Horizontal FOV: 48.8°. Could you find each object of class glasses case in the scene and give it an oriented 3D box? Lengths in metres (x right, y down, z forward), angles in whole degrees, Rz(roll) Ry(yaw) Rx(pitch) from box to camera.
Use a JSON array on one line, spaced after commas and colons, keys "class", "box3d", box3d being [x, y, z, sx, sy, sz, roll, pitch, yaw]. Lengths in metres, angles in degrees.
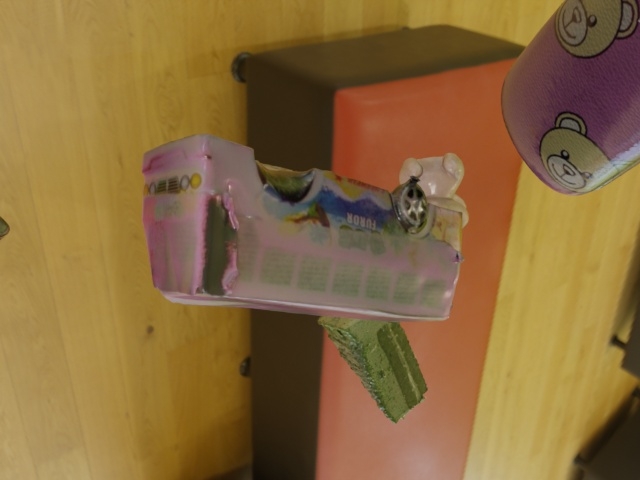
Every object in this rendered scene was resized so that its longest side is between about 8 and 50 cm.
[{"class": "glasses case", "box3d": [0.225, -0.136, 0.464, 0.076, 0.123, 0.316, -23, 166, -25]}]

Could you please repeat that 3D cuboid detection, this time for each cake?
[{"class": "cake", "box3d": [0.108, 0.200, 1.172, 0.100, 0.099, 0.235, -37, 100, -21]}]

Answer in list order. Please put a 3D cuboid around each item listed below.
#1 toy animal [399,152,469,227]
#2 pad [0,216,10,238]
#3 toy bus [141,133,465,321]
[{"class": "toy animal", "box3d": [0.188, -0.028, 1.134, 0.124, 0.124, 0.212, 3, 79, -42]}, {"class": "pad", "box3d": [-0.431, -0.093, 0.593, 0.284, 0.287, 0.018, 47, 62, -44]}, {"class": "toy bus", "box3d": [-0.001, 0.000, 0.537, 0.274, 0.090, 0.112, 11, 78, -41]}]
